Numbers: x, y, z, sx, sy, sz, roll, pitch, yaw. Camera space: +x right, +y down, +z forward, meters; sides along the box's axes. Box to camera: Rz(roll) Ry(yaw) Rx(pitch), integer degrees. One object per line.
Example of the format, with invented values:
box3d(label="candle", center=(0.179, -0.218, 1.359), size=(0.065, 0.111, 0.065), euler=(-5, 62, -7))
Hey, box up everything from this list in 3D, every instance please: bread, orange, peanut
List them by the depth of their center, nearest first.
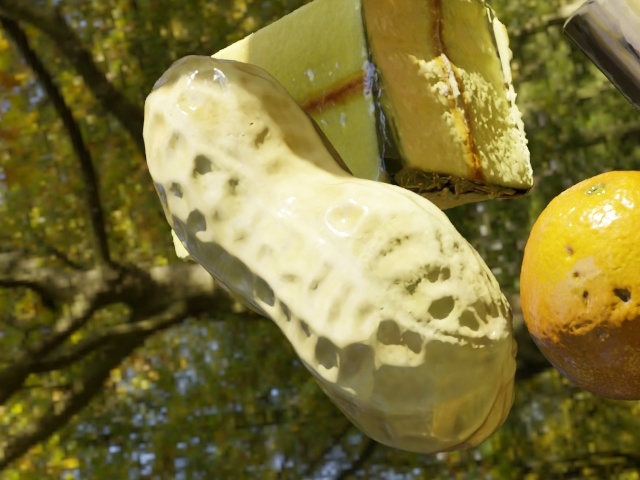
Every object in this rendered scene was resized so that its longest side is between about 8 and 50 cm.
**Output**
box3d(label="peanut", center=(0.000, 0.000, 0.785), size=(0.120, 0.298, 0.136), euler=(-27, -28, -42))
box3d(label="bread", center=(0.012, -0.085, 1.051), size=(0.163, 0.264, 0.167), euler=(1, -104, -44))
box3d(label="orange", center=(0.270, 0.040, 1.162), size=(0.206, 0.206, 0.206), euler=(-9, -90, -70))

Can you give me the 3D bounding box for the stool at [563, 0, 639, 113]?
box3d(label="stool", center=(0.290, -0.079, 0.547), size=(0.226, 0.310, 0.310), euler=(65, 165, 10))
